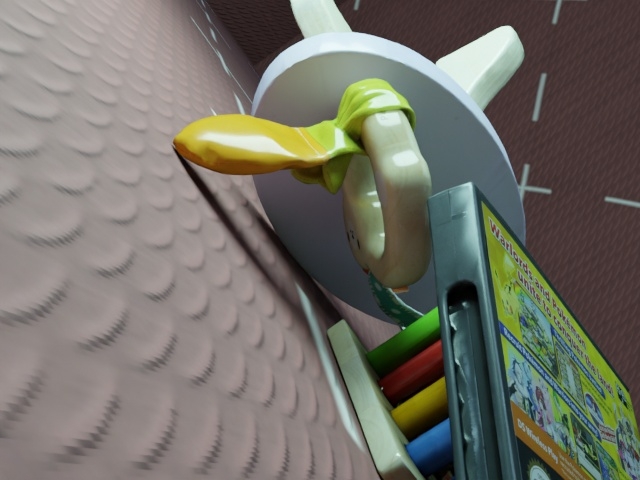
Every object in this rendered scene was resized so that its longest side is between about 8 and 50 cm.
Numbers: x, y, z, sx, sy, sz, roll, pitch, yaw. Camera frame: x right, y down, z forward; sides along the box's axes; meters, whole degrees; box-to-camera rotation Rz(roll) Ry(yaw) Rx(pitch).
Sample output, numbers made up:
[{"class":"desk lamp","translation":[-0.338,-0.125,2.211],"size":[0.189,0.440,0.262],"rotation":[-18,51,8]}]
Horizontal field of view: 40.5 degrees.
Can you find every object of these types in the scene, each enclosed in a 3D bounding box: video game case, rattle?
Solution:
[{"class":"video game case","translation":[0.141,0.140,0.481],"size":[0.275,0.035,0.248],"rotation":[44,35,-42]},{"class":"rattle","translation":[0.000,0.000,0.558],"size":[0.130,0.142,0.200],"rotation":[54,-20,23]}]

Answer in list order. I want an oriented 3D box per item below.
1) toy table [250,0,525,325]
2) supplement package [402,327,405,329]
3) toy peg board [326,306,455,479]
[{"class":"toy table","translation":[0.054,-0.073,0.689],"size":[0.161,0.252,0.274],"rotation":[-93,163,-51]},{"class":"supplement package","translation":[0.218,0.153,1.350],"size":[0.139,0.134,0.244],"rotation":[53,5,-29]},{"class":"toy peg board","translation":[0.091,0.124,0.524],"size":[0.161,0.079,0.160],"rotation":[53,4,-22]}]
